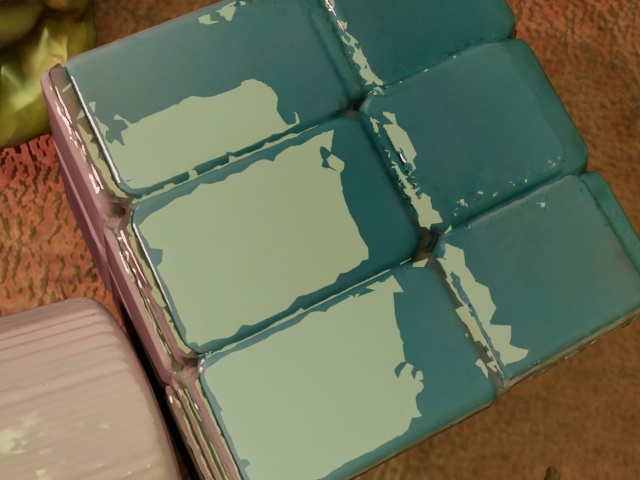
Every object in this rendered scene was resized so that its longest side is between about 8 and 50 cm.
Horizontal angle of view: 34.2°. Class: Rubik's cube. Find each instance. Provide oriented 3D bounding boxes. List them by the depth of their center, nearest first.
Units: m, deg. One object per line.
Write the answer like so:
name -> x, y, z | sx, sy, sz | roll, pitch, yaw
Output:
Rubik's cube -> 0.000, 0.000, 0.559 | 0.231, 0.221, 0.224 | -25, 82, -14

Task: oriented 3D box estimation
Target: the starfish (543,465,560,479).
starfish -> 0.123, 0.293, 0.485 | 0.094, 0.327, 0.375 | -10, 72, 14

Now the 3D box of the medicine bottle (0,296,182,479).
medicine bottle -> -0.265, 0.148, 0.472 | 0.395, 0.242, 0.242 | -20, 80, -19

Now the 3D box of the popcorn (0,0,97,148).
popcorn -> -0.271, -0.224, 0.573 | 0.334, 0.292, 0.293 | 13, 37, 11
